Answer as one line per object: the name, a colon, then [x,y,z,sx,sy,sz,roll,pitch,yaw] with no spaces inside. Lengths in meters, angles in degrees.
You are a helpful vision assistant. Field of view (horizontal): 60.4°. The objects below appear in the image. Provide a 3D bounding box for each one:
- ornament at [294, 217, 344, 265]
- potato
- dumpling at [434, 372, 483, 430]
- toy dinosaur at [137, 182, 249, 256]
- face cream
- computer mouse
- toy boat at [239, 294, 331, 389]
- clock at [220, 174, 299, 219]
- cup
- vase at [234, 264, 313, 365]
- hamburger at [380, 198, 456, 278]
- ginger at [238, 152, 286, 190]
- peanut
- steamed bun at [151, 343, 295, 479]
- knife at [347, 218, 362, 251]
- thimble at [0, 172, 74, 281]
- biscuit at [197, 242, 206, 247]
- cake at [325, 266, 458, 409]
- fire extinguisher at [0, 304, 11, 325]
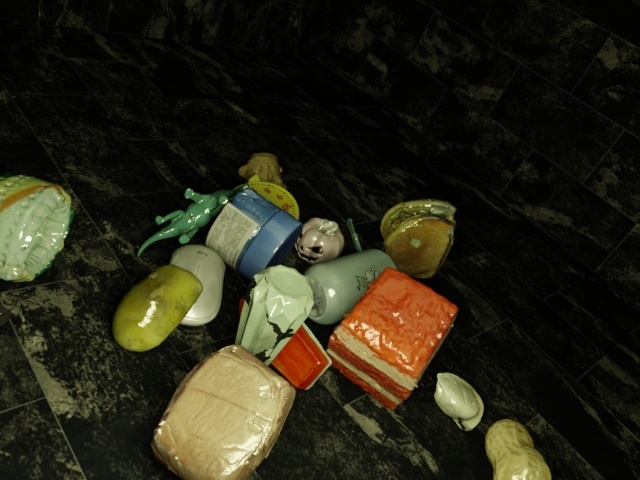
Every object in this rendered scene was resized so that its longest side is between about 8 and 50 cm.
ornament: [-0.001,0.000,1.979,0.177,0.178,0.178,18,33,-13]
potato: [-0.434,0.154,1.428,0.160,0.111,0.272,28,56,14]
dumpling: [0.417,0.479,1.666,0.176,0.093,0.150,40,36,21]
toy dinosaur: [-0.405,-0.077,1.823,0.129,0.383,0.331,53,1,-1]
face cream: [-0.213,-0.017,1.761,0.225,0.249,0.249,36,33,5]
computer mouse: [-0.364,0.112,1.608,0.184,0.121,0.297,21,32,-11]
toy boat: [-0.107,0.263,1.567,0.332,0.145,0.133,44,14,21]
clock: [-0.217,-0.107,1.970,0.293,0.071,0.277,35,58,13]
cup: [0.085,0.153,1.789,0.312,0.206,0.205,-13,49,-43]
vase: [-0.145,0.229,1.371,0.164,0.360,0.165,19,33,-13]
hamburger: [0.370,-0.015,2.129,0.276,0.318,0.195,14,43,-9]
ginger: [-0.214,-0.234,2.188,0.189,0.126,0.354,-1,42,-30]
peanut: [0.545,0.621,1.505,0.143,0.159,0.291,44,27,-21]
steamed bun: [-0.206,0.412,1.230,0.251,0.199,0.301,24,52,21]
knife: [0.137,-0.025,2.247,0.028,0.015,0.210,18,34,-24]
thimble: [-0.765,-0.028,1.397,0.167,0.254,0.288,21,46,-5]
biscuit: [-0.374,0.043,1.791,0.078,0.015,0.091,35,34,10]
cake: [0.198,0.264,1.541,0.270,0.320,0.269,34,61,12]
fire extinguisher: [-0.817,0.136,1.315,0.177,0.050,0.062,35,52,12]
